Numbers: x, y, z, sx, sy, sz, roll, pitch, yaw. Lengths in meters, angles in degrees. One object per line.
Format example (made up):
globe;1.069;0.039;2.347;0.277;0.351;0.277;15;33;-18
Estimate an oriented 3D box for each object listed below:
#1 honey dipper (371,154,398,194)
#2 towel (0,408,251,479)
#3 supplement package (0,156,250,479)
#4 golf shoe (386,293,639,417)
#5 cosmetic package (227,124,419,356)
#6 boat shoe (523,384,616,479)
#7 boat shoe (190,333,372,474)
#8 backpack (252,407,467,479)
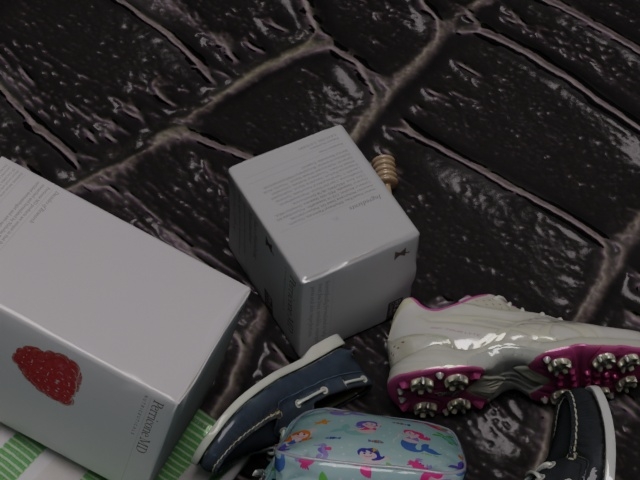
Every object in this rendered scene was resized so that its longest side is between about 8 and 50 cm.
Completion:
honey dipper;0.084;-0.032;1.765;0.030;0.030;0.161;-2;57;-5
towel;-0.258;0.201;1.502;0.325;0.038;0.248;34;46;8
supplement package;-0.250;0.087;1.460;0.293;0.177;0.175;27;45;4
golf shoe;0.221;0.110;1.615;0.306;0.115;0.140;-2;50;-6
cosmetic package;0.000;0.000;1.658;0.151;0.151;0.184;-22;56;-18
boat shoe;0.245;0.279;1.487;0.091;0.114;0.302;9;52;-3
boat shoe;-0.036;0.184;1.535;0.079;0.095;0.254;47;36;10
backpack;0.044;0.265;1.399;0.225;0.253;0.191;6;92;5
